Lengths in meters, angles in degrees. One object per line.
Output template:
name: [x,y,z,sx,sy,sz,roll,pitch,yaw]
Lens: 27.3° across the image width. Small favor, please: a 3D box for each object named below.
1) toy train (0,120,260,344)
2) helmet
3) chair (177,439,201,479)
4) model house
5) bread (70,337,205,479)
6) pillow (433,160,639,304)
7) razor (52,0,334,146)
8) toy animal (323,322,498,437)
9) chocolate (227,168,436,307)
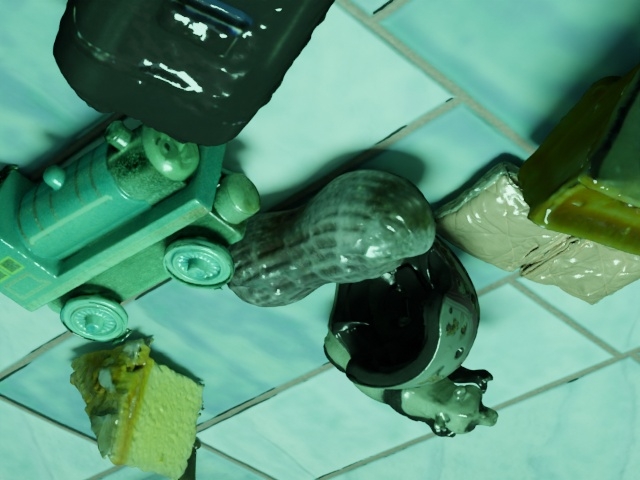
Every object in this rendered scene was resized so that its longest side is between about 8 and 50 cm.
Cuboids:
toy train: [-0.204,-0.016,1.285,0.298,0.120,0.194,-27,128,35]
helmet: [0.096,0.071,1.325,0.107,0.177,0.153,22,130,-35]
chair: [-0.171,0.563,1.801,0.364,0.410,0.362,31,136,-30]
model house: [0.304,-0.051,1.131,0.268,0.173,0.239,18,159,-13]
bread: [-0.223,0.207,1.560,0.127,0.152,0.147,-17,147,28]
pillow: [0.230,0.001,1.321,0.232,0.043,0.126,23,144,-27]
razor: [-0.071,-0.208,1.018,0.189,0.107,0.327,23,138,-22]
toy animal: [0.098,0.144,1.417,0.121,0.225,0.094,18,106,-52]
chocolate: [0.000,0.000,1.293,0.248,0.110,0.110,-21,136,29]
